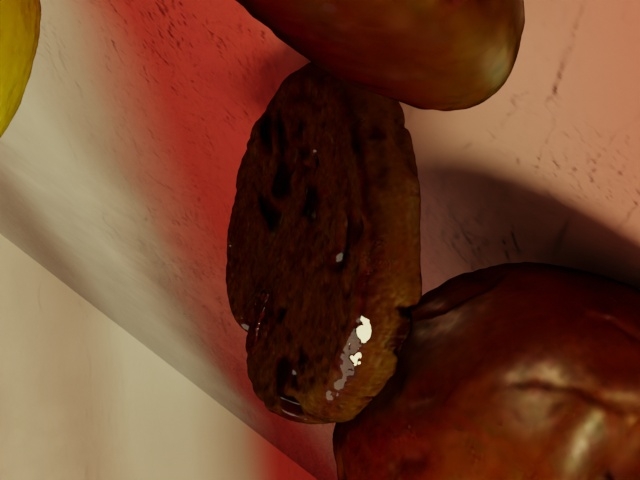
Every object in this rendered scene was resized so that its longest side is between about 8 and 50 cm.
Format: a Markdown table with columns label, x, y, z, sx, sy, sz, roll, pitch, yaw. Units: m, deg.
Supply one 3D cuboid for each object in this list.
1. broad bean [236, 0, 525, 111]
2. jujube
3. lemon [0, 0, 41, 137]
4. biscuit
| label | x | y | z | sx | sy | sz | roll | pitch | yaw |
| --- | --- | --- | --- | --- | --- | --- | --- | --- | --- |
| broad bean | 0.009 | -0.103 | 0.465 | 0.114 | 0.084 | 0.165 | 45 | -177 | 37 |
| jujube | 0.115 | 0.123 | 0.750 | 0.223 | 0.223 | 0.318 | 34 | 171 | 0 |
| lemon | -0.260 | -0.136 | 0.676 | 0.233 | 0.233 | 0.288 | 27 | 159 | 30 |
| biscuit | 0.000 | 0.000 | 0.679 | 0.049 | 0.192 | 0.192 | 2 | -178 | -26 |
